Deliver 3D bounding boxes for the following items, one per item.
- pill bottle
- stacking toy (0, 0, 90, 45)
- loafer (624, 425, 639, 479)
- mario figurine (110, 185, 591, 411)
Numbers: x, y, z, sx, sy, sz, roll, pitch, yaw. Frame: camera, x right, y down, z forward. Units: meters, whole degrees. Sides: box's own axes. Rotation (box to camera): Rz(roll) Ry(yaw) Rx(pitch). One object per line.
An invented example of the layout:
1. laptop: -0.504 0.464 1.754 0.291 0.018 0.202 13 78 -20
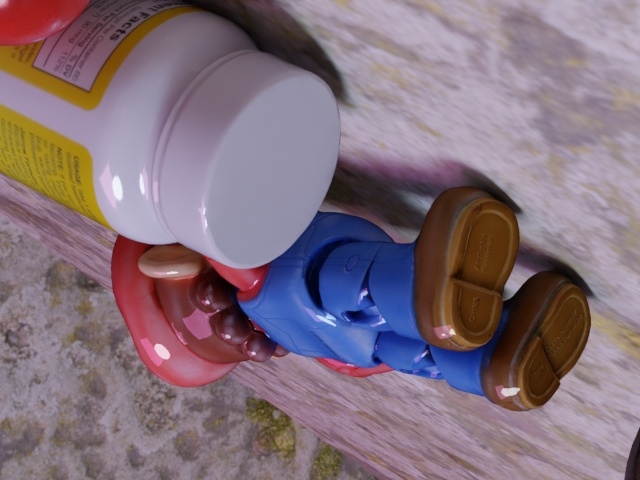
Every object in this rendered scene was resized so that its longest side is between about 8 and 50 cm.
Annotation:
1. pill bottle: -0.101 -0.069 0.634 0.208 0.119 0.119 26 166 30
2. stacking toy: -0.180 -0.175 0.452 0.141 0.141 0.330 27 173 25
3. loafer: 0.252 0.087 0.318 0.366 0.133 0.130 13 155 33
4. mario figurine: 0.000 0.000 0.751 0.321 0.170 0.198 5 115 44
